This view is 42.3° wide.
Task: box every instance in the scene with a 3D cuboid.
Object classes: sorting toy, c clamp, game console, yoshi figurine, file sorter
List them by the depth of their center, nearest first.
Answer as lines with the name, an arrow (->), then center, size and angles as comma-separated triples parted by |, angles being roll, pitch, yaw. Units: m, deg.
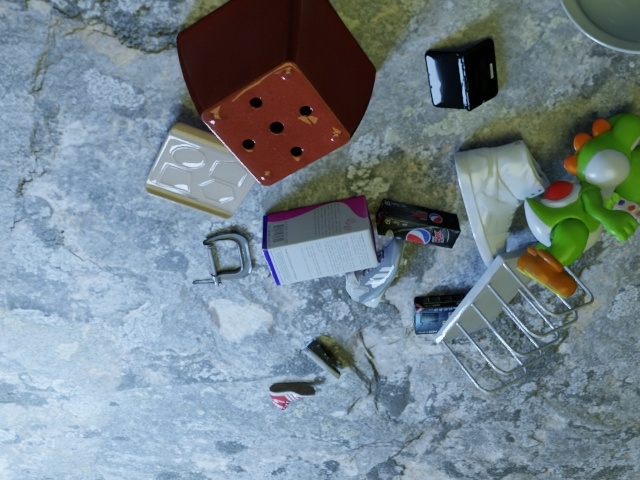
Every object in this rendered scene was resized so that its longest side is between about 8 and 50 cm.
game console -> 0.260, -0.305, 1.512 | 0.107, 0.071, 0.122 | -31, 133, -15
yoshi figurine -> 0.538, -0.058, 1.577 | 0.203, 0.203, 0.362 | 23, 99, -48
sorting toy -> -0.225, -0.135, 1.612 | 0.193, 0.038, 0.208 | 18, 140, -18
file sorter -> 0.421, 0.168, 1.781 | 0.192, 0.173, 0.278 | -12, 143, -42
c clamp -> -0.217, 0.044, 1.799 | 0.137, 0.022, 0.161 | 0, 132, -2

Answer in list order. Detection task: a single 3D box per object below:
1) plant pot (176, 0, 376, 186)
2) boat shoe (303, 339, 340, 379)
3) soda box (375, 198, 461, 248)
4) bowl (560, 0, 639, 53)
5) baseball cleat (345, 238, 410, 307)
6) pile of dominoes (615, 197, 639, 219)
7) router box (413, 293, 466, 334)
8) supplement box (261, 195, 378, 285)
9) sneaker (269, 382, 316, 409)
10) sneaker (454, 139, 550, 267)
plant pot -> -0.074, -0.254, 1.397 | 0.267, 0.236, 0.267 | -27, 127, 21
boat shoe -> 0.012, 0.291, 2.012 | 0.040, 0.049, 0.142 | -52, 130, -9
soda box -> 0.202, -0.033, 1.718 | 0.168, 0.060, 0.053 | 11, 131, -11
bowl -> 0.521, -0.430, 1.290 | 0.297, 0.134, 0.298 | 1, 93, 22
baseball cleat -> 0.115, 0.066, 1.799 | 0.109, 0.072, 0.206 | 15, 126, -7
pile of dominoes -> 0.764, -0.083, 1.708 | 0.251, 0.040, 0.196 | 23, 127, -21
router box -> 0.277, 0.172, 1.918 | 0.122, 0.038, 0.092 | -5, 132, 2
supplement box -> 0.000, 0.000, 1.707 | 0.220, 0.111, 0.114 | -12, 131, 9
sneaker -> -0.069, 0.398, 2.104 | 0.118, 0.042, 0.067 | 2, 128, 6
sneaker -> 0.382, -0.069, 1.663 | 0.169, 0.108, 0.293 | -13, 130, 13
